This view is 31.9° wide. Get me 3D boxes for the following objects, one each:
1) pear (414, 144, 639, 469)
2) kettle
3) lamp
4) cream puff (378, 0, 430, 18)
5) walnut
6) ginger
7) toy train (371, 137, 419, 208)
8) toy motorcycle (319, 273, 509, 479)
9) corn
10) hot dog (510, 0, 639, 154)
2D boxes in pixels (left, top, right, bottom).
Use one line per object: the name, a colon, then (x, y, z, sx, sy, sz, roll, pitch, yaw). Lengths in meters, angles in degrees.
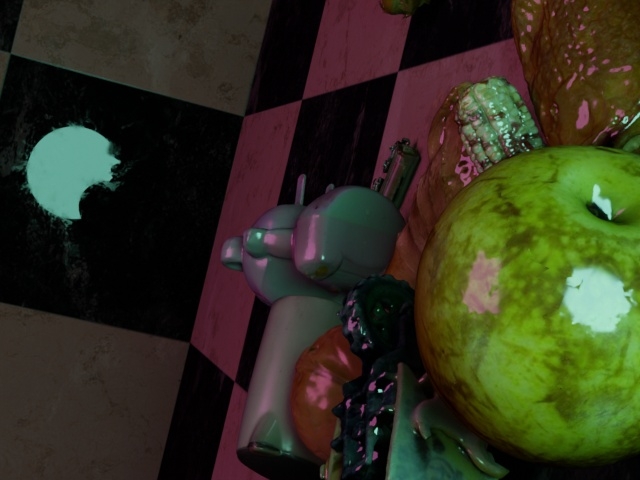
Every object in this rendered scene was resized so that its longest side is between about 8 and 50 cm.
pear: (0.204, 0.060, 0.918, 0.283, 0.283, 0.284, -166, 90, -74)
kettle: (-0.014, 0.242, 1.680, 0.240, 0.165, 0.255, 52, -136, -51)
lamp: (0.000, 0.000, 1.758, 0.301, 0.247, 0.248, -29, 52, 59)
cream puff: (0.144, -0.431, 1.838, 0.119, 0.104, 0.133, 69, -151, -56)
walnut: (0.049, 0.204, 1.487, 0.221, 0.195, 0.195, -163, 87, -76)
ginger: (0.150, -0.057, 1.371, 0.375, 0.166, 0.236, -25, 85, 57)
toy train: (0.112, -0.091, 1.782, 0.071, 0.038, 0.148, -102, 29, -58)
toy motorcycle: (0.114, 0.224, 1.161, 0.168, 0.237, 0.410, -40, 34, 40)
corn: (0.214, -0.057, 1.154, 0.237, 0.079, 0.079, 61, 157, 3)
hot dog: (0.278, -0.174, 1.120, 0.196, 0.122, 0.272, 123, 148, -41)
